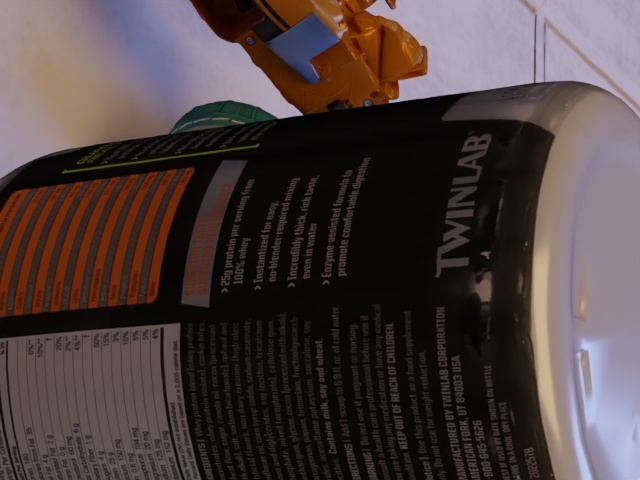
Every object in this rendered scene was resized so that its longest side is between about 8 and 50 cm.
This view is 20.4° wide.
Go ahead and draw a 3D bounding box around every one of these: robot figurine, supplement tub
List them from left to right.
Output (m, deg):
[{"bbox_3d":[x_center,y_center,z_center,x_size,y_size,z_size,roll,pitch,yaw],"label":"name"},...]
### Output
[{"bbox_3d":[-0.052,-0.202,0.888,0.291,0.085,0.211,51,25,-29],"label":"robot figurine"},{"bbox_3d":[-0.021,0.048,0.712,0.193,0.316,0.193,15,72,-59],"label":"supplement tub"}]

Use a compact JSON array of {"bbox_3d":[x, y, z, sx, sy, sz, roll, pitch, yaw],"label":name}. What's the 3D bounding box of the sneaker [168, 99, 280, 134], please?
[{"bbox_3d":[0.000,0.000,0.988,0.302,0.108,0.121,54,36,-49],"label":"sneaker"}]
